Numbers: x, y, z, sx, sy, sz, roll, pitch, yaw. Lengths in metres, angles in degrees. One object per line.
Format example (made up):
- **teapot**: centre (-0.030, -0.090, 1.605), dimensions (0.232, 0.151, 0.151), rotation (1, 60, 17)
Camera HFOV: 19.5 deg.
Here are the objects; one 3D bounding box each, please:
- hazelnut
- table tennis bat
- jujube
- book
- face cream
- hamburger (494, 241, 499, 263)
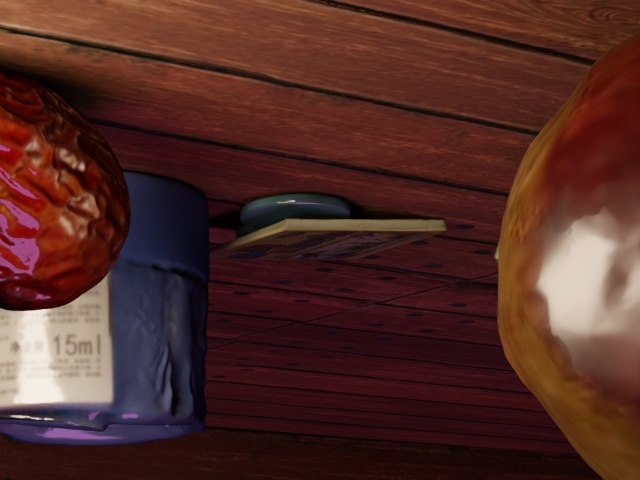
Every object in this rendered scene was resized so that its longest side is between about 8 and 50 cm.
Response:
- **hazelnut**: centre (0.312, 0.009, 1.160), dimensions (0.421, 0.352, 0.421), rotation (-7, 153, -3)
- **table tennis bat**: centre (-0.034, -0.021, 1.757), dimensions (0.100, 0.019, 0.155), rotation (6, 164, -30)
- **jujube**: centre (-0.238, -0.048, 1.342), dimensions (0.168, 0.168, 0.236), rotation (-6, 149, 26)
- **book**: centre (0.000, 0.000, 1.802), dimensions (0.192, 0.013, 0.168), rotation (0, 169, -35)
- **face cream**: centre (-0.225, 0.069, 1.691), dimensions (0.249, 0.225, 0.249), rotation (1, 168, 0)
- **hamburger**: centre (0.300, 0.005, 1.534), dimensions (0.288, 0.192, 0.167), rotation (26, 159, -1)
